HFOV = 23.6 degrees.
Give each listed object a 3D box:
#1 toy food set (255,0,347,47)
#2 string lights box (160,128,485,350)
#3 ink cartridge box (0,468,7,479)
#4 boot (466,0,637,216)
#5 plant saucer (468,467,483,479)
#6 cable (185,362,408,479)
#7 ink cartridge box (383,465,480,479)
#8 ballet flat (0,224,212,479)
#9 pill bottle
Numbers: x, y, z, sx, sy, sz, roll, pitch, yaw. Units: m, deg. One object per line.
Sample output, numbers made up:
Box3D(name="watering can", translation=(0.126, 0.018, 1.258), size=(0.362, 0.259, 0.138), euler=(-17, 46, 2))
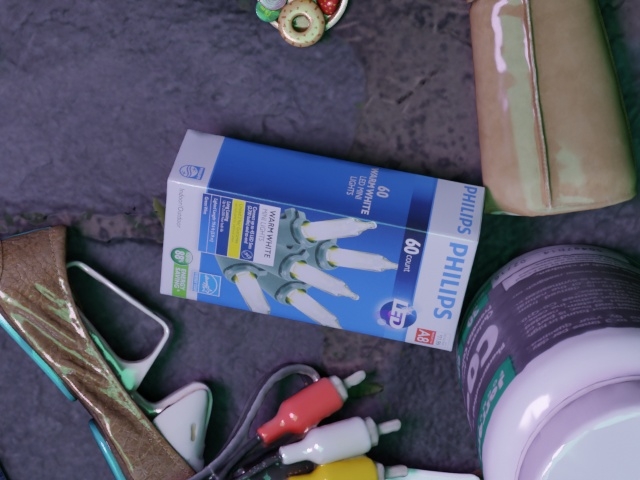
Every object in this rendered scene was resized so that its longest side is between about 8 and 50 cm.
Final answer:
Box3D(name="toy food set", translation=(-0.017, -0.214, 1.313), size=(0.082, 0.020, 0.083), euler=(43, 104, -5))
Box3D(name="string lights box", translation=(0.000, 0.000, 1.312), size=(0.259, 0.077, 0.133), euler=(11, 131, 3))
Box3D(name="ink cartridge box", translation=(-0.427, 0.206, 1.442), size=(0.224, 0.045, 0.223), euler=(-22, 100, 11))
Box3D(name="boot", translation=(0.136, -0.149, 1.281), size=(0.236, 0.089, 0.269), euler=(-7, 104, 7))
Box3D(name="plant saucer", translation=(0.190, 0.300, 1.411), size=(0.198, 0.036, 0.198), euler=(1, 103, 6))
Box3D(name="cable", translation=(-0.067, 0.195, 1.330), size=(0.287, 0.072, 0.139), euler=(-21, 81, -26))
Box3D(name="ink cartridge box", translation=(0.035, 0.383, 1.358), size=(0.207, 0.119, 0.353), euler=(4, 95, 10))
Box3D(name="ballet flat", translation=(-0.176, 0.129, 1.380), size=(0.124, 0.116, 0.342), euler=(-35, 95, -7))
Box3D(name="pill bottle", translation=(0.220, 0.142, 1.195), size=(0.204, 0.361, 0.204), euler=(0, 105, 0))
